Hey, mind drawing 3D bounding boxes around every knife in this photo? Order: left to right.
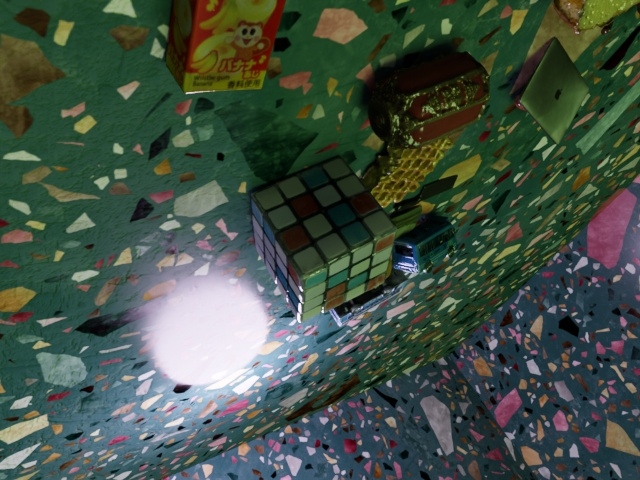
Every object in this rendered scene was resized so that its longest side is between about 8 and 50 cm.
[{"bbox_3d":[0.330,-0.150,1.695,0.245,0.019,0.072,-23,148,-25],"label":"knife"}]

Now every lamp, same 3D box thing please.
[{"bbox_3d":[0.236,-0.300,1.179,0.274,0.177,0.177,-26,152,-20],"label":"lamp"}]

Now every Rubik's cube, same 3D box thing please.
[{"bbox_3d":[0.001,0.000,1.310,0.253,0.256,0.259,-24,151,-18],"label":"Rubik's cube"}]

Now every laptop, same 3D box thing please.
[{"bbox_3d":[0.638,-0.397,1.481,0.269,0.015,0.188,26,95,-42],"label":"laptop"}]

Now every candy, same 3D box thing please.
[{"bbox_3d":[-0.127,-0.348,0.778,0.146,0.088,0.276,-12,145,-34],"label":"candy"}]

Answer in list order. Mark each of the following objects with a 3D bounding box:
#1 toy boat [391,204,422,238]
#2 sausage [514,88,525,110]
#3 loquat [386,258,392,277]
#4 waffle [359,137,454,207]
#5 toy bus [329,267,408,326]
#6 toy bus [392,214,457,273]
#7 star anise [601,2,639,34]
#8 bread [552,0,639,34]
[{"bbox_3d":[0.209,-0.036,1.703,0.293,0.055,0.093,-21,153,-24],"label":"toy boat"},{"bbox_3d":[0.622,-0.402,1.531,0.194,0.077,0.077,-19,150,-29],"label":"sausage"},{"bbox_3d":[0.164,0.081,1.779,0.137,0.137,0.113,3,101,-50],"label":"loquat"},{"bbox_3d":[0.215,-0.197,1.437,0.309,0.065,0.283,-34,156,-6],"label":"waffle"},{"bbox_3d":[0.167,0.195,1.988,0.297,0.106,0.131,-28,157,-15],"label":"toy bus"},{"bbox_3d":[0.347,0.015,1.812,0.246,0.113,0.134,-26,117,-40],"label":"toy bus"},{"bbox_3d":[0.829,-0.645,1.328,0.292,0.109,0.349,3,126,-40],"label":"star anise"},{"bbox_3d":[0.605,-0.563,1.174,0.229,0.139,0.143,-29,151,-10],"label":"bread"}]
